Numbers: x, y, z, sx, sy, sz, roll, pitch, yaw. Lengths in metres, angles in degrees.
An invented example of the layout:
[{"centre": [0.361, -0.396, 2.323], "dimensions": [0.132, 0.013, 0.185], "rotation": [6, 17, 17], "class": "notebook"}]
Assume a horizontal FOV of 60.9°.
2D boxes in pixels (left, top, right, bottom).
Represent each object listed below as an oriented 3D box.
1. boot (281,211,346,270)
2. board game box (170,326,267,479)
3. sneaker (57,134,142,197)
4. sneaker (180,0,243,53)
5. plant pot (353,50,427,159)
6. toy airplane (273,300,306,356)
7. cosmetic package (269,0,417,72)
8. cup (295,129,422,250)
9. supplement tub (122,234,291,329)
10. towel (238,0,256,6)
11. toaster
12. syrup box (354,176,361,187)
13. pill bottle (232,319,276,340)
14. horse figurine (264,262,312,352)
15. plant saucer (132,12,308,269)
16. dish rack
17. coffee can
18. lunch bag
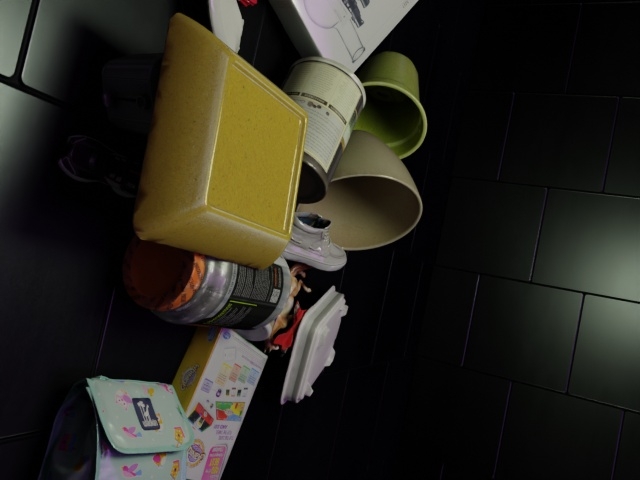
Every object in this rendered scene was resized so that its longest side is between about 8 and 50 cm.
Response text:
[{"centre": [0.000, 0.000, 1.418], "dimensions": [0.258, 0.095, 0.123], "rotation": [12, 128, -44], "class": "boot"}, {"centre": [-0.246, 0.361, 1.202], "dimensions": [0.316, 0.064, 0.242], "rotation": [-69, 152, -22], "class": "board game box"}, {"centre": [-0.320, -0.114, 0.857], "dimensions": [0.178, 0.077, 0.071], "rotation": [22, 78, -63], "class": "sneaker"}, {"centre": [-0.182, -0.352, 1.016], "dimensions": [0.123, 0.106, 0.289], "rotation": [-26, 121, -57], "class": "sneaker"}, {"centre": [0.188, -0.419, 1.621], "dimensions": [0.276, 0.276, 0.253], "rotation": [72, 25, -44], "class": "plant pot"}, {"centre": [-0.073, 0.232, 1.412], "dimensions": [0.151, 0.028, 0.151], "rotation": [20, 90, -73], "class": "toy airplane"}, {"centre": [0.071, -0.595, 1.276], "dimensions": [0.377, 0.098, 0.284], "rotation": [-51, 137, -13], "class": "cosmetic package"}, {"centre": [0.094, -0.160, 1.477], "dimensions": [0.331, 0.332, 0.236], "rotation": [60, 23, -54], "class": "cup"}, {"centre": [-0.204, 0.067, 1.029], "dimensions": [0.316, 0.194, 0.193], "rotation": [27, 75, -64], "class": "supplement tub"}, {"centre": [-0.180, -0.599, 1.020], "dimensions": [0.275, 0.031, 0.198], "rotation": [24, 77, -64], "class": "towel"}, {"centre": [-0.242, -0.243, 0.889], "dimensions": [0.227, 0.147, 0.129], "rotation": [-38, 133, -54], "class": "toaster"}, {"centre": [0.128, -0.182, 1.734], "dimensions": [0.237, 0.097, 0.093], "rotation": [1, 99, -65], "class": "syrup box"}, {"centre": [-0.140, 0.129, 1.269], "dimensions": [0.112, 0.112, 0.186], "rotation": [73, 27, -44], "class": "pill bottle"}, {"centre": [-0.086, 0.163, 1.454], "dimensions": [0.174, 0.066, 0.263], "rotation": [17, 90, -66], "class": "horse figurine"}, {"centre": [-0.123, -0.135, 0.870], "dimensions": [0.333, 0.081, 0.332], "rotation": [22, 74, -59], "class": "plant saucer"}, {"centre": [-0.005, 0.300, 1.567], "dimensions": [0.333, 0.073, 0.285], "rotation": [-36, 142, -69], "class": "dish rack"}, {"centre": [-0.033, -0.252, 1.252], "dimensions": [0.275, 0.202, 0.201], "rotation": [-67, 152, -25], "class": "coffee can"}, {"centre": [-0.337, 0.365, 0.916], "dimensions": [0.223, 0.160, 0.262], "rotation": [31, 60, -60], "class": "lunch bag"}]
